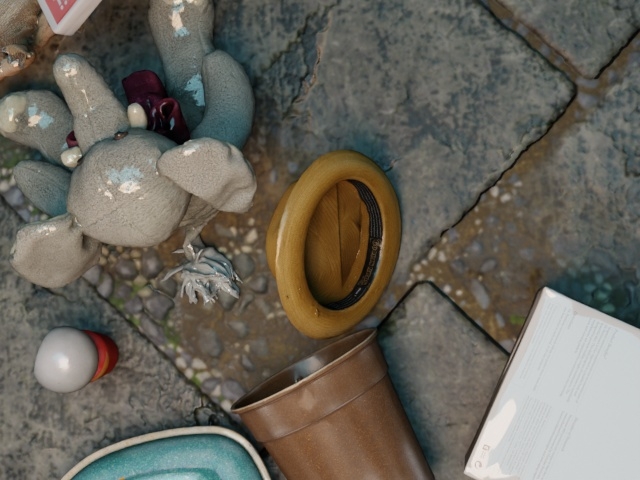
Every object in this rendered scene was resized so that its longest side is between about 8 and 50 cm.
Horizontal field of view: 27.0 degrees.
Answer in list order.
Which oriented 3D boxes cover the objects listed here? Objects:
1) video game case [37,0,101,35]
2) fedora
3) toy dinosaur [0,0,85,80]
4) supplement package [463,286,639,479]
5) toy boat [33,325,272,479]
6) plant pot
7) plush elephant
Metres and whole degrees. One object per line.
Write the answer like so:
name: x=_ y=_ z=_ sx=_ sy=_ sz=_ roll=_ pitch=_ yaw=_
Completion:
video game case: x=-0.246 y=-0.368 z=1.267 sx=0.204 sy=0.025 sz=0.285 roll=-42 pitch=66 yaw=30
fedora: x=0.000 y=0.000 z=1.350 sx=0.079 sy=0.194 sz=0.194 roll=15 pitch=89 yaw=42
toy dinosaur: x=-0.344 y=-0.222 z=1.404 sx=0.296 sy=0.200 sz=0.127 roll=-39 pitch=98 yaw=-23
supplement package: x=0.269 y=0.173 z=1.292 sx=0.203 sy=0.149 sz=0.194 roll=24 pitch=90 yaw=8
toy boat: x=-0.199 y=0.235 z=1.348 sx=0.268 sy=0.148 sz=0.318 roll=-24 pitch=85 yaw=6
plant pot: x=0.022 y=0.197 z=1.325 sx=0.167 sy=0.167 sz=0.165 roll=-29 pitch=93 yaw=5
plush elephant: x=-0.188 y=-0.083 z=1.307 sx=0.272 sy=0.255 sz=0.330 roll=-26 pitch=85 yaw=5
